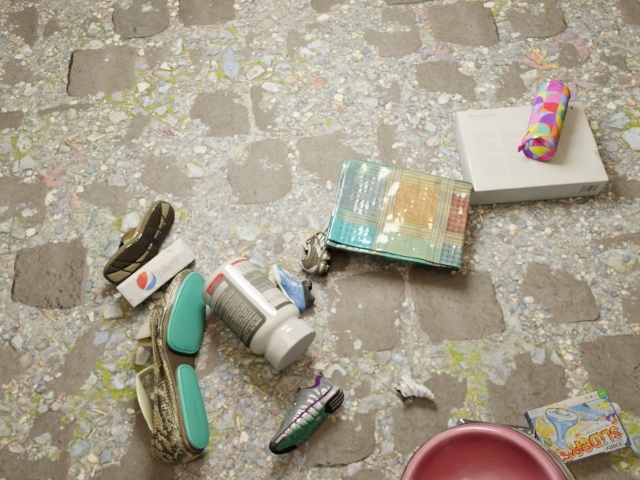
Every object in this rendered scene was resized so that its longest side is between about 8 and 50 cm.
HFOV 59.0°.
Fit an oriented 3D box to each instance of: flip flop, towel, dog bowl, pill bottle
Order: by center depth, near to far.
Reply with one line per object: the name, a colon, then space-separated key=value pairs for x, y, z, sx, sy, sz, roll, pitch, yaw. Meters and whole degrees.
dog bowl: x=0.343 y=0.571 z=1.177 sx=0.409 sy=0.150 sz=0.407 roll=-11 pitch=57 yaw=18
pill bottle: x=-0.157 y=0.188 z=1.450 sx=0.161 sy=0.161 sz=0.283 roll=-42 pitch=69 yaw=-16
towel: x=0.215 y=-0.076 z=1.541 sx=0.371 sy=0.040 sz=0.271 roll=11 pitch=72 yaw=5
flip flop: x=-0.516 y=0.003 z=1.601 sx=0.080 sy=0.112 sz=0.277 roll=11 pitch=65 yaw=37

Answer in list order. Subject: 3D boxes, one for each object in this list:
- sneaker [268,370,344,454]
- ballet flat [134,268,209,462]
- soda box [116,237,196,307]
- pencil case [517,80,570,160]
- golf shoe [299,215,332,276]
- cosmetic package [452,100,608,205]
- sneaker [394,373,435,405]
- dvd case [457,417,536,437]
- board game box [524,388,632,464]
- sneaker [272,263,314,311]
sneaker: x=-0.049 y=0.424 z=1.390 sx=0.224 sy=0.083 sz=0.098 roll=-37 pitch=47 yaw=-19
ballet flat: x=-0.384 y=0.308 z=1.422 sx=0.182 sy=0.164 sz=0.482 roll=-16 pitch=64 yaw=18
soda box: x=-0.448 y=0.088 z=1.554 sx=0.216 sy=0.069 sz=0.074 roll=-41 pitch=96 yaw=-15
pencil case: x=0.635 y=-0.338 z=1.598 sx=0.105 sy=0.104 sz=0.236 roll=20 pitch=64 yaw=12
golf shoe: x=0.000 y=0.000 z=1.581 sx=0.094 sy=0.077 sz=0.198 roll=14 pitch=65 yaw=10
cosmetic package: x=0.604 y=-0.258 z=1.663 sx=0.378 sy=0.097 sz=0.284 roll=-4 pitch=66 yaw=1
sneaker: x=0.229 y=0.386 z=1.404 sx=0.098 sy=0.038 sz=0.069 roll=30 pitch=71 yaw=26
dvd case: x=0.391 y=0.538 z=1.288 sx=0.180 sy=0.029 sz=0.238 roll=-1 pitch=62 yaw=27
board game box: x=0.612 y=0.450 z=1.351 sx=0.201 sy=0.035 sz=0.136 roll=-15 pitch=64 yaw=-4
sneaker: x=-0.068 y=0.118 z=1.535 sx=0.085 sy=0.058 sz=0.152 roll=-26 pitch=70 yaw=-3
